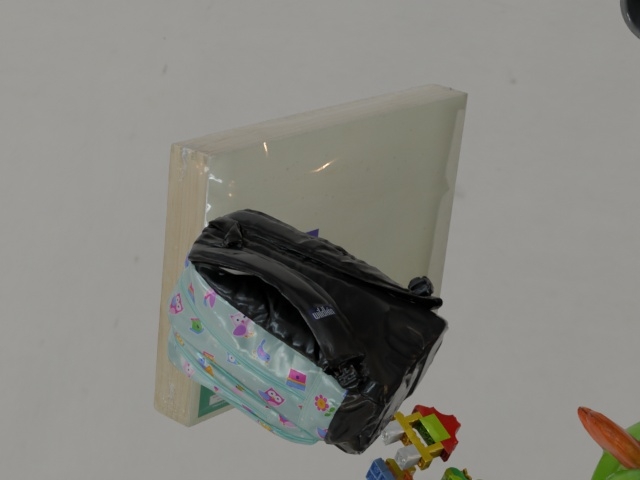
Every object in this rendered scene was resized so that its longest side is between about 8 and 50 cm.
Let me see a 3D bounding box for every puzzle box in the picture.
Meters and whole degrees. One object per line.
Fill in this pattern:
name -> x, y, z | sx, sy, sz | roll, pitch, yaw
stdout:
puzzle box -> 0.000, 0.000, 1.397 | 0.052, 0.409, 0.272 | 22, 115, 34

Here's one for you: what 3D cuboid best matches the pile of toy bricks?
pile of toy bricks -> 0.140, 0.268, 1.364 | 0.105, 0.212, 0.118 | -15, 144, -31

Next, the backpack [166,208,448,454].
backpack -> -0.020, 0.062, 0.960 | 0.182, 0.152, 0.115 | 30, 119, 12

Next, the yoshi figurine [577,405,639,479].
yoshi figurine -> 0.232, 0.189, 0.686 | 0.203, 0.362, 0.203 | 4, 73, 26

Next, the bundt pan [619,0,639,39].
bundt pan -> 0.452, -0.291, 1.331 | 0.331, 0.124, 0.331 | 9, 134, 9
